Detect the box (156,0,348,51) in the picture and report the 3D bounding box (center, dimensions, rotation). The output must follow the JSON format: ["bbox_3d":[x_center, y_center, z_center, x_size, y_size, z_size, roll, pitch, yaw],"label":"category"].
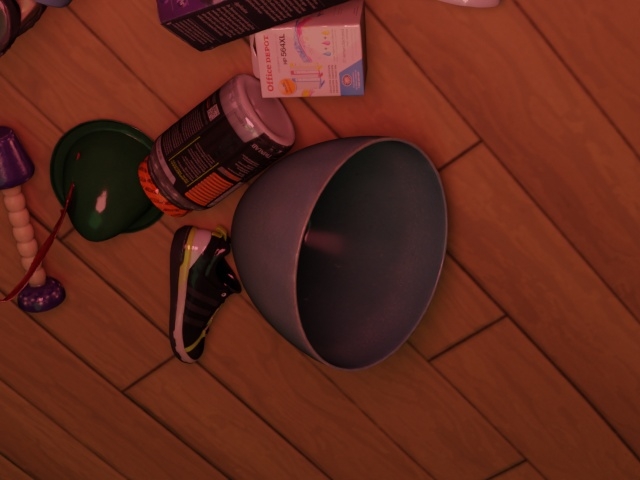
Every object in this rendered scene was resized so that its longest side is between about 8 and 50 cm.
[{"bbox_3d":[-0.079,-0.321,1.068,0.207,0.108,0.153,-17,79,16],"label":"box"}]

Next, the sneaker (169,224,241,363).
[{"bbox_3d":[-0.163,0.084,1.392,0.097,0.084,0.235,5,123,2],"label":"sneaker"}]

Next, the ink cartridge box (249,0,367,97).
[{"bbox_3d":[-0.018,-0.231,1.169,0.143,0.090,0.092,-1,123,7],"label":"ink cartridge box"}]

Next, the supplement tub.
[{"bbox_3d":[-0.136,-0.116,1.240,0.190,0.117,0.117,-33,114,24],"label":"supplement tub"}]

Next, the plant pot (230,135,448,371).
[{"bbox_3d":[0.000,0.000,1.236,0.195,0.290,0.290,16,132,41],"label":"plant pot"}]

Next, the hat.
[{"bbox_3d":[-0.301,-0.029,1.274,0.172,0.184,0.209,16,123,-4],"label":"hat"}]

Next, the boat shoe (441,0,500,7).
[{"bbox_3d":[0.144,-0.305,1.129,0.142,0.049,0.040,12,123,1],"label":"boat shoe"}]

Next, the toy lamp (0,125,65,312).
[{"bbox_3d":[-0.422,-0.028,1.353,0.080,0.080,0.275,1,122,6],"label":"toy lamp"}]

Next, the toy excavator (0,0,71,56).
[{"bbox_3d":[-0.372,-0.475,1.011,0.433,0.222,0.445,40,104,-17],"label":"toy excavator"}]
